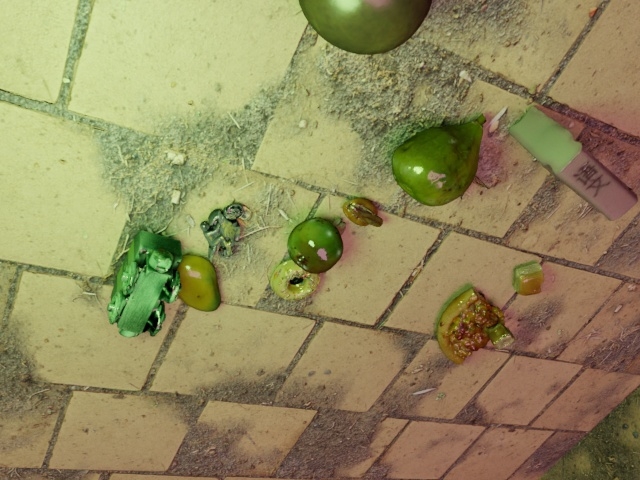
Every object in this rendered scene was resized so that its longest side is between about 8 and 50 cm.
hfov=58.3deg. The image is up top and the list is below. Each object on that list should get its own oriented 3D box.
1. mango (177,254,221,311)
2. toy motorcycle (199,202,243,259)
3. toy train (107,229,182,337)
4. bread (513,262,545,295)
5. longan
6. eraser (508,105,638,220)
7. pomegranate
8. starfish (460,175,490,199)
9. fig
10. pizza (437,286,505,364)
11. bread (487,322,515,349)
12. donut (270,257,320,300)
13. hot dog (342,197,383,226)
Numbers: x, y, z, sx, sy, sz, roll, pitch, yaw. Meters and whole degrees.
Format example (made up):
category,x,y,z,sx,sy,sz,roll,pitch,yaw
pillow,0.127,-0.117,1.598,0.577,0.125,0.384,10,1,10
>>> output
category,x,y,z,sx,sy,sz,roll,pitch,yaw
mango,-0.387,0.141,1.784,0.137,0.091,0.237,-6,129,-6
toy motorcycle,-0.298,-0.026,1.695,0.124,0.061,0.193,1,122,-26
toy train,-0.503,0.123,1.632,0.167,0.238,0.299,19,118,-29
bread,0.798,0.155,2.191,0.106,0.082,0.125,-19,134,-11
longan,0.103,-0.560,1.253,0.319,0.319,0.319,-9,130,-11
eraser,0.771,-0.230,1.750,0.359,0.272,0.122,27,114,-35
pomegranate,0.000,0.000,1.764,0.209,0.180,0.180,-45,141,-32
starfish,0.480,-0.190,1.832,0.130,0.041,0.133,14,129,-17
fig,0.363,-0.227,1.643,0.314,0.233,0.233,-23,131,8
pizza,0.592,0.341,2.263,0.277,0.114,0.409,-1,130,-11
bread,0.693,0.370,2.194,0.083,0.070,0.076,-38,131,17
donut,-0.080,0.133,1.893,0.174,0.068,0.175,-8,129,-10
hot dog,0.134,-0.082,1.795,0.090,0.060,0.140,-38,133,19
